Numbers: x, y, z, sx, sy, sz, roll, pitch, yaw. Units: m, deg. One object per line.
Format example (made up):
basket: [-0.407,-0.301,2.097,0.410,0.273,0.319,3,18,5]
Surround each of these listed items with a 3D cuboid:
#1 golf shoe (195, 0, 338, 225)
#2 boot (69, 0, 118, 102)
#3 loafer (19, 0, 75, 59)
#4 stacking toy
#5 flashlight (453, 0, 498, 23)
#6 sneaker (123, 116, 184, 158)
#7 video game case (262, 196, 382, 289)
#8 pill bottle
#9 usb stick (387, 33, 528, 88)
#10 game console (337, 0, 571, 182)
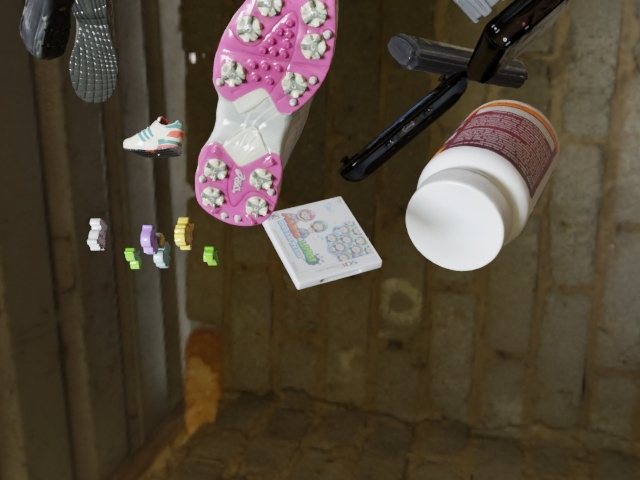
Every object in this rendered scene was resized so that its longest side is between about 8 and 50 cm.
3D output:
golf shoe: [-0.058,-0.167,0.875,0.140,0.115,0.306,-74,7,-58]
boot: [-0.388,-0.384,1.421,0.161,0.084,0.246,-90,7,-56]
loafer: [-0.398,-0.378,1.177,0.076,0.078,0.223,-21,-37,-56]
stacking toy: [-0.282,0.016,1.374,0.221,0.167,0.052,68,-157,-71]
flashlight: [0.182,-0.492,1.305,0.103,0.304,0.103,-47,10,-26]
sneaker: [-0.337,-0.213,1.630,0.057,0.161,0.075,23,-105,-50]
video game case: [0.000,0.000,1.256,0.019,0.143,0.157,97,151,-46]
pill bottle: [0.327,-0.115,1.594,0.392,0.224,0.224,-47,-40,-50]
usb stick: [0.228,-0.290,1.289,0.278,0.077,0.045,0,-48,-37]
game console: [0.164,-0.196,0.992,0.044,0.361,0.213,50,-176,3]
